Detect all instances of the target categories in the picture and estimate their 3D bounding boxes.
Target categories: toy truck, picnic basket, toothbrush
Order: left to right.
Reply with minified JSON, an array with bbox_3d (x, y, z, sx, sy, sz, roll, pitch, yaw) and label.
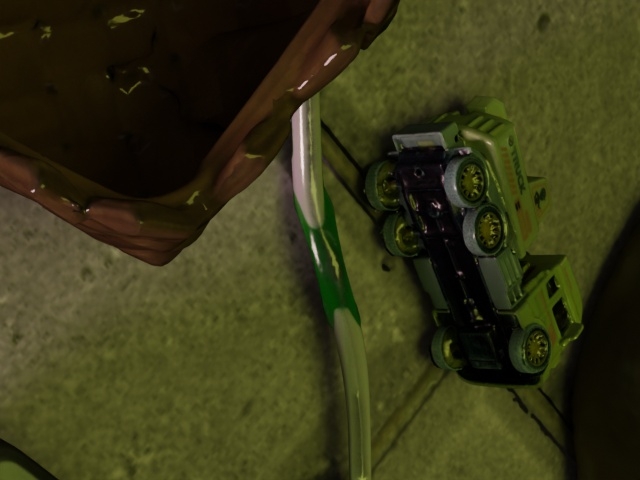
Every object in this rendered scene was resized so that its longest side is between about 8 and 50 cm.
[{"bbox_3d":[-0.076,-0.158,0.646,0.254,0.321,0.291,31,78,1],"label":"picnic basket"},{"bbox_3d":[0.005,0.000,0.915,0.040,0.042,0.418,-3,103,-3],"label":"toothbrush"},{"bbox_3d":[0.101,-0.003,0.965,0.100,0.077,0.169,-41,116,-38],"label":"toy truck"}]

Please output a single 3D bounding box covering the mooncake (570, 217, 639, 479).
[{"bbox_3d":[0.360,0.116,1.089,0.378,0.201,0.378,-7,102,-35],"label":"mooncake"}]

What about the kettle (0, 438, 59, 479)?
[{"bbox_3d":[-0.138,0.315,0.776,0.376,0.250,0.361,55,47,-26],"label":"kettle"}]
